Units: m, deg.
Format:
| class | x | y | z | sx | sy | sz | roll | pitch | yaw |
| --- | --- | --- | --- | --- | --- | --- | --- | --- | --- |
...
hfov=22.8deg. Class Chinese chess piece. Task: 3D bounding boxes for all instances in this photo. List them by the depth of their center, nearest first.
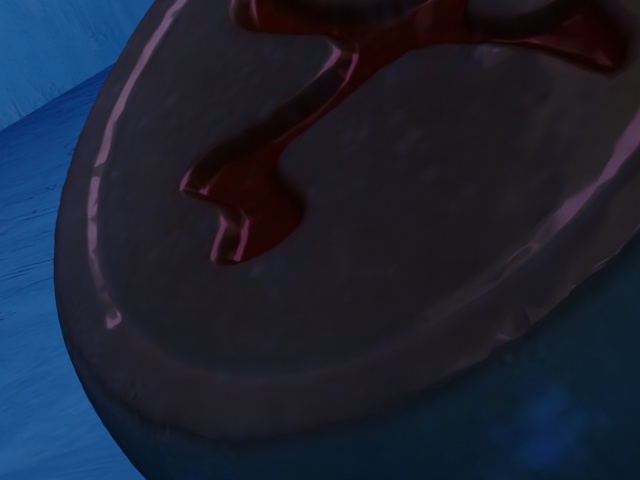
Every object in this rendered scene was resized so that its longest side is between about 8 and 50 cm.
| class | x | y | z | sx | sy | sz | roll | pitch | yaw |
| --- | --- | --- | --- | --- | --- | --- | --- | --- | --- |
| Chinese chess piece | 0.058 | -0.031 | 0.591 | 0.338 | 0.140 | 0.338 | -24 | 42 | 24 |
